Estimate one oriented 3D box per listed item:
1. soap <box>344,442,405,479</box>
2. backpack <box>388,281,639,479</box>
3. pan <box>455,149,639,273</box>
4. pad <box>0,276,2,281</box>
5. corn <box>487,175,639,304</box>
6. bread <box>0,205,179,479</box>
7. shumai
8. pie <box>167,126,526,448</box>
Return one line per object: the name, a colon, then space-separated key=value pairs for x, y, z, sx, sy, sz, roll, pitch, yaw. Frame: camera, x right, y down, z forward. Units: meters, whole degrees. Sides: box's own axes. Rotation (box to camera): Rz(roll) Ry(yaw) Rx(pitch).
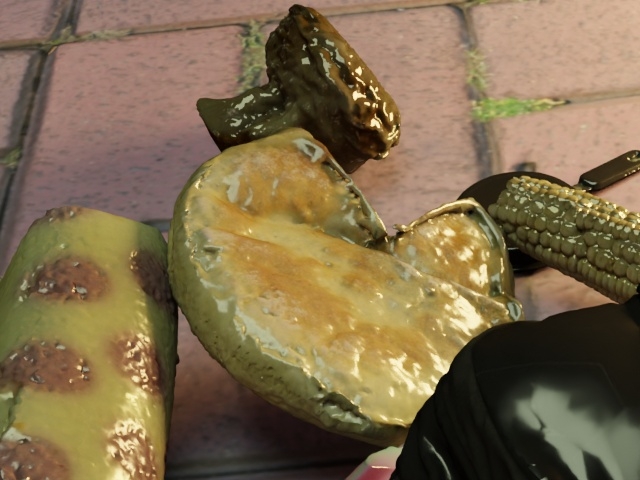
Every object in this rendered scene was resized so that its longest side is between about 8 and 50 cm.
soap: x=0.036 y=0.210 z=1.105 sx=0.056 sy=0.100 sz=0.149 roll=27 pitch=46 yaw=28
backpack: x=0.265 y=0.165 z=1.007 sx=0.445 sy=0.255 sz=0.363 roll=-3 pitch=35 yaw=-16
pan: x=0.224 y=-0.042 z=1.475 sx=0.235 sy=0.028 sz=0.136 roll=-28 pitch=42 yaw=-24
pad: x=-0.393 y=0.103 z=1.425 sx=0.159 sy=0.009 sz=0.265 roll=25 pitch=47 yaw=38
corn: x=0.250 y=0.008 z=1.346 sx=0.211 sy=0.087 sz=0.087 roll=29 pitch=50 yaw=34
bread: x=-0.198 y=0.140 z=1.188 sx=0.155 sy=0.187 sz=0.338 roll=20 pitch=34 yaw=-17
shumai: x=-0.026 y=-0.127 z=1.567 sx=0.175 sy=0.166 sz=0.206 roll=-38 pitch=26 yaw=5
pie: x=0.024 y=0.041 z=1.272 sx=0.337 sy=0.075 sz=0.338 roll=12 pitch=45 yaw=-12
